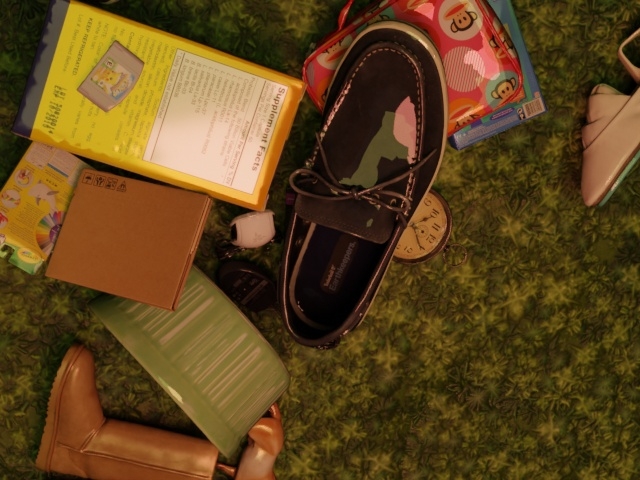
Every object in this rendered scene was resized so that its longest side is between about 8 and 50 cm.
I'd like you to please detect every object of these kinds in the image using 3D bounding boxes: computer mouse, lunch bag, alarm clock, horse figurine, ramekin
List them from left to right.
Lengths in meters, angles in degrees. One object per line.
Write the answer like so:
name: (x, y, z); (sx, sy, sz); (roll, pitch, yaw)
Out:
ramekin: (-0.182, 0.156, 1.493); (0.148, 0.303, 0.303); (-42, 107, -12)
horse figurine: (-0.124, 0.340, 1.665); (0.174, 0.066, 0.263); (13, 103, -6)
computer mouse: (-0.103, -0.004, 1.526); (0.106, 0.193, 0.042); (-13, 82, -8)
computer mouse: (-0.064, 0.102, 1.637); (0.242, 0.041, 0.071); (38, 117, -23)
lunch bag: (0.123, -0.263, 1.505); (0.293, 0.120, 0.258); (-29, 104, 18)
alarm clock: (0.155, -0.019, 1.634); (0.192, 0.064, 0.129); (36, 94, -13)

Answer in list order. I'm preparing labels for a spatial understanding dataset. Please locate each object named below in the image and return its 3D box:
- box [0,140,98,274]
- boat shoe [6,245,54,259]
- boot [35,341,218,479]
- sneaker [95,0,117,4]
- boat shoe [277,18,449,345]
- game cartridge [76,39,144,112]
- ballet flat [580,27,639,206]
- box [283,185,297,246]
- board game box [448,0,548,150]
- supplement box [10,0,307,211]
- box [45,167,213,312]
box: (-0.402, -0.048, 1.444); (0.105, 0.043, 0.179); (34, 65, -18)
boat shoe: (-0.407, -0.027, 1.519); (0.302, 0.109, 0.094); (21, 76, -19)
boot: (-0.286, 0.293, 1.591); (0.269, 0.089, 0.236); (16, 113, -2)
sneaker: (-0.349, -0.420, 1.375); (0.079, 0.121, 0.217); (-38, 77, 22)
boat shoe: (0.053, -0.064, 1.457); (0.187, 0.156, 0.500); (21, 113, 8)
game cartridge: (-0.269, -0.210, 1.332); (0.056, 0.017, 0.083); (37, 94, -19)
ballet flat: (0.505, -0.240, 1.629); (0.139, 0.139, 0.400); (37, 90, -16)
box: (0.000, 0.000, 1.605); (0.116, 0.029, 0.162); (7, 102, 13)
board game box: (0.246, -0.268, 1.601); (0.160, 0.047, 0.210); (-23, 107, -4)
supplement box: (-0.226, -0.197, 1.452); (0.356, 0.195, 0.194); (18, 99, -13)
box: (-0.263, -0.004, 1.403); (0.201, 0.021, 0.164); (13, 78, 18)
